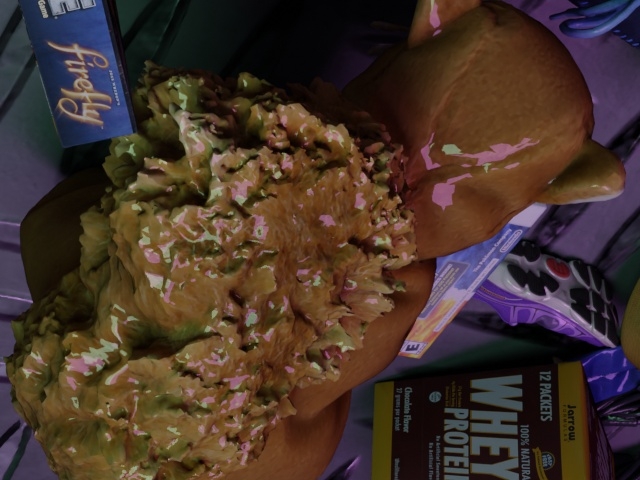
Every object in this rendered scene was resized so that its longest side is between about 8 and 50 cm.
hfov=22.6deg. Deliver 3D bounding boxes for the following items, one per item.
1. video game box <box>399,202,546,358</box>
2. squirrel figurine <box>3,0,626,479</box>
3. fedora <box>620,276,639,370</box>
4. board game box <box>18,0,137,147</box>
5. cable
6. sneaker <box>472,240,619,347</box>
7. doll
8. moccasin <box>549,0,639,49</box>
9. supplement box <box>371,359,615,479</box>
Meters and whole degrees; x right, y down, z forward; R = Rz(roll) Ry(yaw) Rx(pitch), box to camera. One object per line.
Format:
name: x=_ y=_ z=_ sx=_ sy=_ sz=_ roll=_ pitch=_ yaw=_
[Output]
video game box: x=0.051 y=0.008 z=1.300 sx=0.187 sy=0.048 sz=0.205 roll=13 pitch=133 yaw=-27
squirrel figurine: x=0.000 y=0.000 z=1.002 sx=0.370 sy=0.281 sz=0.397 roll=-33 pitch=179 yaw=17
fedora: x=0.319 y=0.069 z=1.412 sx=0.194 sy=0.079 sz=0.194 roll=-37 pitch=140 yaw=-38
board game box: x=-0.142 y=-0.192 z=0.834 sx=0.042 sy=0.243 sz=0.165 roll=-12 pitch=141 yaw=-3
cable: x=0.300 y=0.205 z=1.619 sx=0.184 sy=0.047 sz=0.150 roll=10 pitch=134 yaw=-28
sneaker: x=0.194 y=0.050 z=1.401 sx=0.170 sy=0.068 sz=0.071 roll=26 pitch=140 yaw=-30
doll: x=0.318 y=0.118 z=1.521 sx=0.189 sy=0.046 sz=0.129 roll=-15 pitch=136 yaw=2
moccasin: x=0.176 y=-0.201 z=1.036 sx=0.138 sy=0.116 sz=0.342 roll=-35 pitch=138 yaw=22
supplement box: x=0.165 y=0.222 z=1.489 sx=0.194 sy=0.129 sz=0.191 roll=-8 pitch=143 yaw=16
